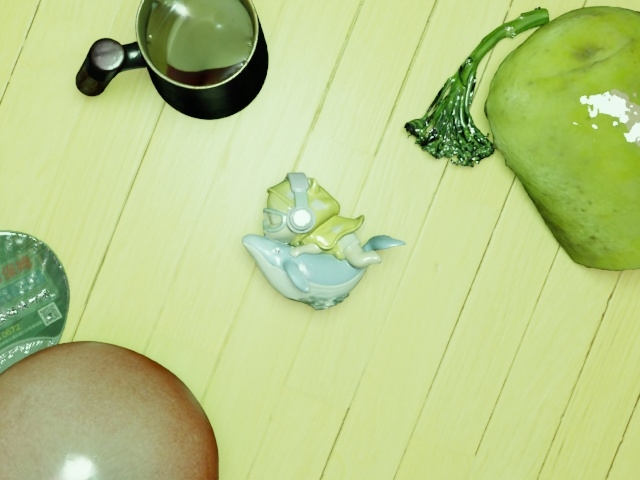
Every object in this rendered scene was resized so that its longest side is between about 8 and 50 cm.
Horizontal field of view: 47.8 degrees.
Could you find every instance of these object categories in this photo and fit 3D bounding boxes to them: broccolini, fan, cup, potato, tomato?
[{"bbox_3d":[0.244,-0.210,1.006,0.123,0.062,0.271,44,86,-16],"label":"broccolini"},{"bbox_3d":[-0.406,0.111,0.958,0.294,0.012,0.223,36,75,-24],"label":"fan"},{"bbox_3d":[-0.174,-0.219,0.903,0.239,0.177,0.166,-41,96,-2],"label":"cup"},{"bbox_3d":[0.382,-0.160,0.918,0.280,0.213,0.330,35,88,-17],"label":"potato"},{"bbox_3d":[-0.276,0.279,0.849,0.321,0.321,0.321,0,93,-5],"label":"tomato"}]

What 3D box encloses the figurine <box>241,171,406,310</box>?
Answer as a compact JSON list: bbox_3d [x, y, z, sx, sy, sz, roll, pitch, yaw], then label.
[{"bbox_3d":[0.000,0.000,0.959,0.208,0.128,0.184,-4,90,-13],"label":"figurine"}]
